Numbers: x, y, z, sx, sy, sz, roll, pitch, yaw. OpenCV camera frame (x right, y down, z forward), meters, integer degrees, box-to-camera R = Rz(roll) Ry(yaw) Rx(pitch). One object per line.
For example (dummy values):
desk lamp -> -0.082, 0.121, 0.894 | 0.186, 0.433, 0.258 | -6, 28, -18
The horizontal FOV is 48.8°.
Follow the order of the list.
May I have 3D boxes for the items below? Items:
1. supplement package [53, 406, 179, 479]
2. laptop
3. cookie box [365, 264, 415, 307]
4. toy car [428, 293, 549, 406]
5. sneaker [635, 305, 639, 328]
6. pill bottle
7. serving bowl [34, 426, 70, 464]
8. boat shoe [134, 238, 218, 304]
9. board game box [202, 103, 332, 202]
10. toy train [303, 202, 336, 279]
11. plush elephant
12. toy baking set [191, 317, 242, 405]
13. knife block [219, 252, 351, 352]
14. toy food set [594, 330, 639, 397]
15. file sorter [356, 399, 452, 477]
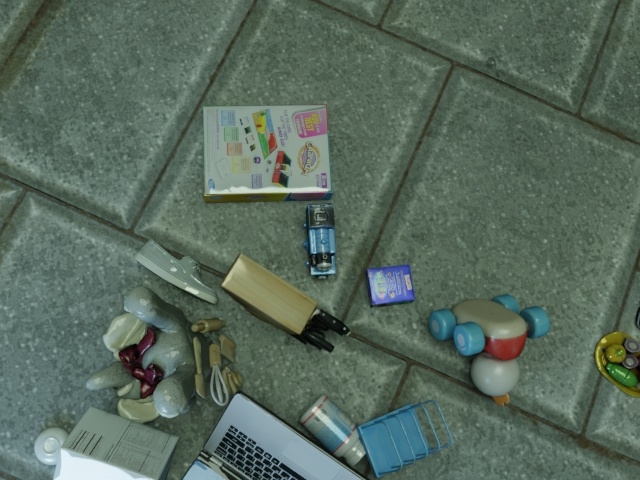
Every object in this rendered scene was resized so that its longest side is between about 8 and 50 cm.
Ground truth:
supplement package -> -0.433, 0.492, 1.474 | 0.203, 0.149, 0.194 | 20, 112, -1
laptop -> -0.132, 0.597, 1.478 | 0.382, 0.408, 0.236 | 33, 41, 3
cookie box -> 0.170, 0.112, 1.728 | 0.107, 0.040, 0.092 | -6, 76, -7
toy car -> 0.396, 0.273, 1.661 | 0.219, 0.210, 0.238 | -10, 104, -22
sneaker -> 0.890, 0.136, 1.778 | 0.132, 0.086, 0.229 | 21, 84, -5
pill bottle -> 0.034, 0.434, 1.606 | 0.160, 0.087, 0.087 | 44, 76, 6
serving bowl -> -0.597, 0.457, 1.570 | 0.083, 0.027, 0.083 | 1, 74, -5
boat shoe -> -0.330, 0.069, 1.671 | 0.227, 0.079, 0.081 | 31, 79, 6
board game box -> -0.134, -0.219, 1.774 | 0.316, 0.064, 0.242 | -1, 75, -6
toy train -> 0.000, 0.000, 1.708 | 0.080, 0.105, 0.184 | -2, 75, -6
plush elephant -> -0.381, 0.269, 1.535 | 0.255, 0.330, 0.272 | -25, 79, 11
toy baking set -> -0.221, 0.261, 1.539 | 0.030, 0.256, 0.197 | -24, 77, 11
knife block -> -0.068, 0.154, 1.598 | 0.242, 0.276, 0.088 | 20, 71, 31
toy food set -> 0.781, 0.312, 1.719 | 0.218, 0.071, 0.128 | 38, 75, 5
file sorter -> 0.192, 0.438, 1.579 | 0.170, 0.104, 0.118 | -12, 75, -36
